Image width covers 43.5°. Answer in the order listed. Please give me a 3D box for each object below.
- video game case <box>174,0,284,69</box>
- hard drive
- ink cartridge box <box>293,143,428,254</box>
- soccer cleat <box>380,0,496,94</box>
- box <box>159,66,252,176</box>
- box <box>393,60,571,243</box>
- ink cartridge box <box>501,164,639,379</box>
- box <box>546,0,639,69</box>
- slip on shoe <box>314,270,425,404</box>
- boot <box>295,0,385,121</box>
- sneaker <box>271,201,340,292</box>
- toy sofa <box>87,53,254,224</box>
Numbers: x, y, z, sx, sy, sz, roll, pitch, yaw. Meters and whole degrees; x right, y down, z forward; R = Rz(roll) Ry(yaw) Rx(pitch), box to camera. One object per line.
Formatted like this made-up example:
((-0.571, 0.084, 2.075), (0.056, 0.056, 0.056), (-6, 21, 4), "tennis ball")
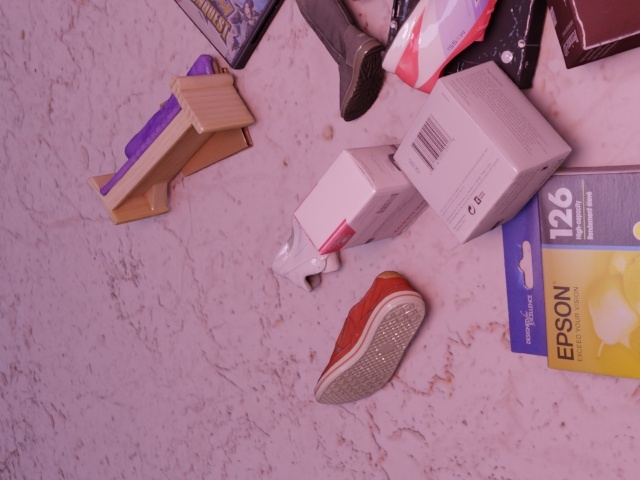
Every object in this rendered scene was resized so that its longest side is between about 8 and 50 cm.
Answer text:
((-0.177, -0.506, 1.502), (0.275, 0.035, 0.248), (51, 126, 17), "video game case")
((0.228, -0.411, 1.192), (0.237, 0.064, 0.339), (18, 113, 33), "hard drive")
((0.086, -0.072, 1.290), (0.092, 0.218, 0.158), (55, 128, 20), "ink cartridge box")
((0.209, -0.350, 1.131), (0.116, 0.108, 0.318), (35, 121, 2), "soccer cleat")
((-0.235, -0.235, 1.625), (0.201, 0.021, 0.164), (-19, 90, 39), "box")
((0.228, -0.126, 1.166), (0.182, 0.119, 0.181), (54, 147, 19), "box")
((0.400, 0.045, 1.175), (0.307, 0.072, 0.303), (0, 101, 36), "ink cartridge box")
((0.369, -0.345, 0.998), (0.167, 0.168, 0.203), (-16, 91, 10), "box")
((0.081, 0.185, 1.445), (0.331, 0.123, 0.101), (-62, 32, 36), "slip on shoe")
((0.022, -0.332, 1.365), (0.208, 0.076, 0.189), (49, 145, 25), "boot")
((0.000, 0.000, 1.473), (0.115, 0.090, 0.232), (38, 131, 17), "sneaker")
((-0.314, -0.198, 1.586), (0.362, 0.150, 0.177), (-38, 79, 38), "toy sofa")
